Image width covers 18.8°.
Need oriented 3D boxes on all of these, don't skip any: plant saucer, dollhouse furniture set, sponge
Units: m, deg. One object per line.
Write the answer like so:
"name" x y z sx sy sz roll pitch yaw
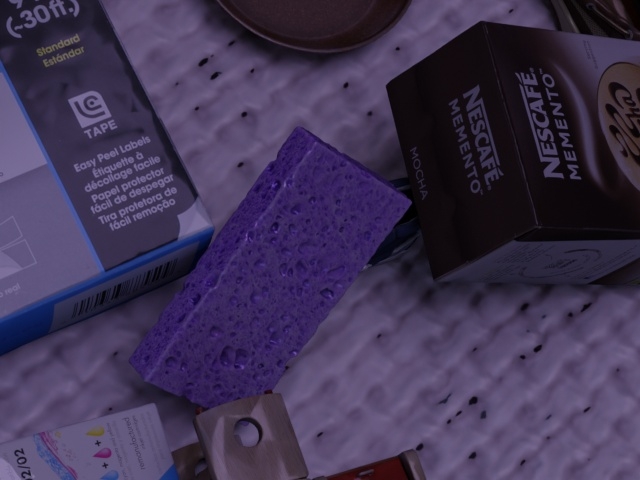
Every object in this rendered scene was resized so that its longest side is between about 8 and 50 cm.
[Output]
"plant saucer" -0.017 -0.237 1.587 0.199 0.036 0.198 7 69 -17
"dollhouse furniture set" -0.001 0.173 1.380 0.184 0.129 0.129 -14 75 -22
"sponge" -0.035 0.028 1.391 0.210 0.031 0.117 -53 136 5

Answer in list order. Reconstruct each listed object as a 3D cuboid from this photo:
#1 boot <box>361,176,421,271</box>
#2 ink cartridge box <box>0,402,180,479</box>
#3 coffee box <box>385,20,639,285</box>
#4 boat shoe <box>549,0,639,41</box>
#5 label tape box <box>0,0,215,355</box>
"boot" 0.000 0.000 1.472 0.190 0.086 0.069 -24 79 -26
"ink cartridge box" -0.190 0.190 1.346 0.181 0.061 0.104 -14 75 -23
"coffee box" 0.211 -0.060 1.502 0.297 0.119 0.168 1 69 -40
"boat shoe" 0.217 -0.255 1.641 0.095 0.095 0.257 -31 82 -27
"label tape box" -0.265 -0.094 1.386 0.249 0.115 0.347 -24 81 -17
